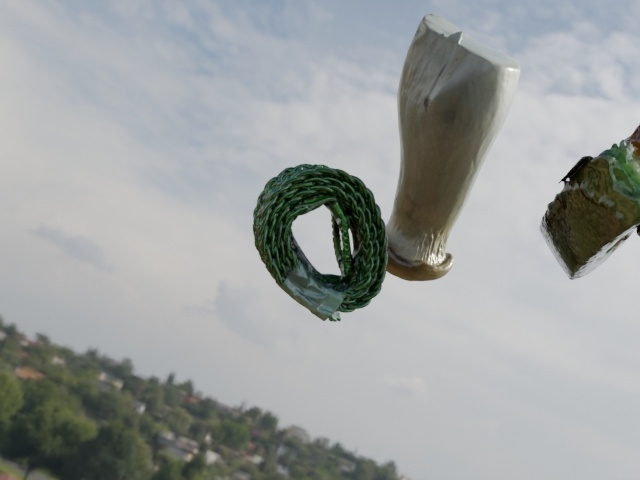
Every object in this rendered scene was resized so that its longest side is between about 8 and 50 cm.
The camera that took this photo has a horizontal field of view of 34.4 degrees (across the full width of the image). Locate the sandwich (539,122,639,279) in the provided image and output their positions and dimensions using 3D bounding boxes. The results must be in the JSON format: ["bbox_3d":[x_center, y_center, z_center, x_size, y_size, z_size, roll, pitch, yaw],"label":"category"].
[{"bbox_3d":[0.366,-0.059,1.024,0.162,0.301,0.250,48,-14,11],"label":"sandwich"}]

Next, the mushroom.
[{"bbox_3d":[0.148,-0.111,1.325,0.122,0.329,0.159,7,19,-25],"label":"mushroom"}]

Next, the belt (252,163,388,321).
[{"bbox_3d":[0.000,0.000,0.991,0.151,0.121,0.079,65,-9,-11],"label":"belt"}]
